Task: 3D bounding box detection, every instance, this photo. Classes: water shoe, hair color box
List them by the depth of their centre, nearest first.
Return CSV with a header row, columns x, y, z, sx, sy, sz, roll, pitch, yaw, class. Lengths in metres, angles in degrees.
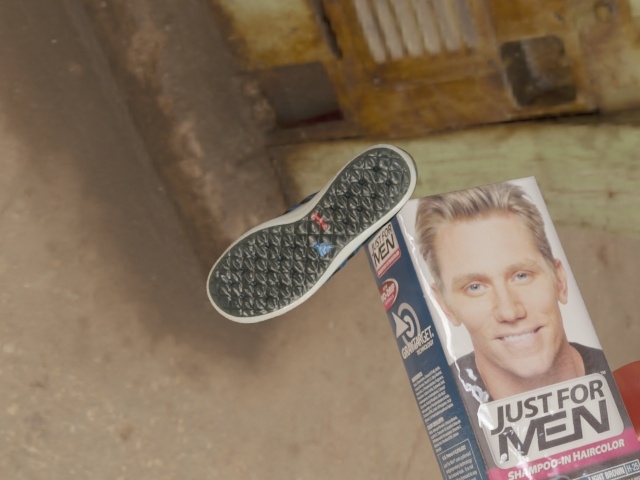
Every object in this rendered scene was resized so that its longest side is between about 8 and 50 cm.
x,y,z,sx,sy,sz,roll,pitch,yaw,class
0.000,0.000,0.908,0.073,0.203,0.080,56,13,7,water shoe
0.185,0.120,1.123,0.174,0.105,0.347,-12,71,-21,hair color box

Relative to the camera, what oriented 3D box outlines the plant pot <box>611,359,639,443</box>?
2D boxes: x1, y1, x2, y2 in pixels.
x,y,z,sx,sy,sz,roll,pitch,yaw,class
0.477,0.294,1.492,0.243,0.275,0.274,-94,169,-73,plant pot
